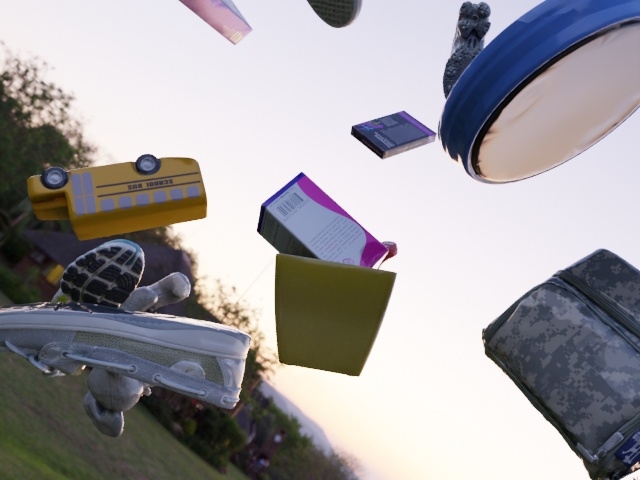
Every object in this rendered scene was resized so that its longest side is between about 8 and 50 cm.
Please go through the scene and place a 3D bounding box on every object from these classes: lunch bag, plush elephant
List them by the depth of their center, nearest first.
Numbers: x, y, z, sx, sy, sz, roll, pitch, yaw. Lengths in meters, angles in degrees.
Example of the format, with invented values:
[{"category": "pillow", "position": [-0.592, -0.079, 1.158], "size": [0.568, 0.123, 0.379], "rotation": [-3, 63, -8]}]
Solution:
[{"category": "lunch bag", "position": [0.429, 0.195, 0.951], "size": [0.305, 0.256, 0.213], "rotation": [53, -13, 46]}, {"category": "plush elephant", "position": [-0.406, 0.255, 1.342], "size": [0.255, 0.330, 0.272], "rotation": [58, -36, 42]}]

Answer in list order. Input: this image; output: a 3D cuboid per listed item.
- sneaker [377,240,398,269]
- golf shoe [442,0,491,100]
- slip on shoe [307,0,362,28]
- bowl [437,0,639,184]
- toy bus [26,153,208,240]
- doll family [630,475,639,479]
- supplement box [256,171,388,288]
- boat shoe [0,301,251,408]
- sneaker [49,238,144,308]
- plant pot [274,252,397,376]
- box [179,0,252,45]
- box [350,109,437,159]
[{"category": "sneaker", "position": [0.137, 0.085, 1.636], "size": [0.221, 0.087, 0.128], "rotation": [-21, -81, 48]}, {"category": "golf shoe", "position": [0.249, -0.312, 1.062], "size": [0.069, 0.176, 0.086], "rotation": [15, 0, 4]}, {"category": "slip on shoe", "position": [0.009, -0.526, 1.071], "size": [0.123, 0.101, 0.331], "rotation": [-24, -98, 43]}, {"category": "bowl", "position": [0.378, -0.229, 0.984], "size": [0.391, 0.391, 0.077], "rotation": [73, -8, -64]}, {"category": "toy bus", "position": [-0.407, -0.087, 1.269], "size": [0.108, 0.332, 0.130], "rotation": [119, -42, -67]}, {"category": "doll family", "position": [0.590, 0.375, 0.927], "size": [0.118, 0.163, 0.263], "rotation": [55, -51, 16]}, {"category": "supplement box", "position": [0.000, 0.000, 1.146], "size": [0.220, 0.111, 0.114], "rotation": [43, -27, 12]}, {"category": "boat shoe", "position": [-0.245, 0.134, 0.738], "size": [0.320, 0.103, 0.118], "rotation": [10, -4, -19]}, {"category": "sneaker", "position": [-0.391, 0.067, 1.067], "size": [0.107, 0.110, 0.275], "rotation": [37, -51, -23]}, {"category": "plant pot", "position": [0.017, 0.145, 1.142], "size": [0.212, 0.187, 0.212], "rotation": [9, -10, 5]}, {"category": "box", "position": [-0.254, -0.514, 1.205], "size": [0.201, 0.057, 0.293], "rotation": [55, 12, 8]}, {"category": "box", "position": [0.165, -0.240, 1.403], "size": [0.116, 0.162, 0.029], "rotation": [45, -38, 35]}]
